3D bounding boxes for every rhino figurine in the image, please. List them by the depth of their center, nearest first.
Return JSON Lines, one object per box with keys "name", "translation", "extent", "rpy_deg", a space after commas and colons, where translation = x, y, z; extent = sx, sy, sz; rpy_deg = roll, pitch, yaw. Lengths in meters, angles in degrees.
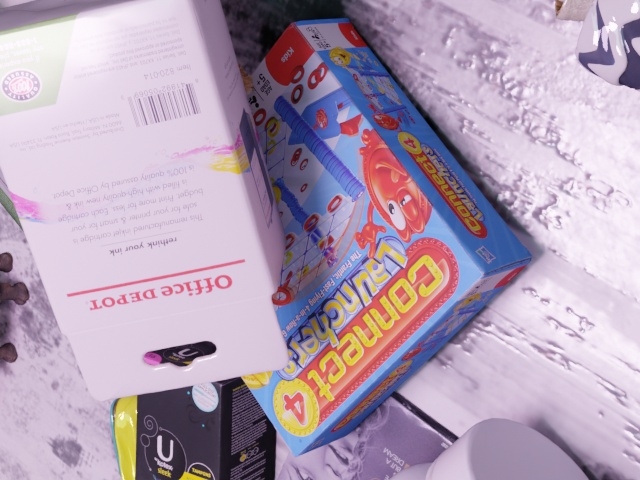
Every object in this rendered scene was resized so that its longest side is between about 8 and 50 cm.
{"name": "rhino figurine", "translation": [-0.439, 0.138, 1.614], "extent": [0.073, 0.106, 0.243], "rpy_deg": [29, 117, 28]}

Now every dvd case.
{"name": "dvd case", "translation": [0.039, 0.247, 1.344], "extent": [0.164, 0.018, 0.221], "rpy_deg": [35, 120, 24]}

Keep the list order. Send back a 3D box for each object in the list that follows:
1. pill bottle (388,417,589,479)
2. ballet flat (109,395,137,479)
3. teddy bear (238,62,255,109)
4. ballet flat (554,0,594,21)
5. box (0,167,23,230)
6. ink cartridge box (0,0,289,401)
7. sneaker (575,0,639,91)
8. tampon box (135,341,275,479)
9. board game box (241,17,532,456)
{"name": "pill bottle", "translation": [0.092, 0.339, 1.205], "extent": [0.204, 0.204, 0.361], "rpy_deg": [50, 122, 15]}
{"name": "ballet flat", "translation": [-0.196, 0.288, 1.498], "extent": [0.077, 0.077, 0.231], "rpy_deg": [-1, 100, 20]}
{"name": "teddy bear", "translation": [-0.178, -0.224, 1.253], "extent": [0.245, 0.113, 0.338], "rpy_deg": [-9, 86, 43]}
{"name": "ballet flat", "translation": [0.203, -0.263, 1.059], "extent": [0.052, 0.057, 0.168], "rpy_deg": [-10, 97, 2]}
{"name": "box", "translation": [-0.315, -0.094, 1.386], "extent": [0.232, 0.058, 0.322], "rpy_deg": [49, 157, 12]}
{"name": "ink cartridge box", "translation": [-0.155, -0.046, 1.148], "extent": [0.207, 0.119, 0.353], "rpy_deg": [-11, 113, 9]}
{"name": "sneaker", "translation": [0.303, -0.207, 0.983], "extent": [0.153, 0.094, 0.235], "rpy_deg": [32, 119, 25]}
{"name": "tampon box", "translation": [-0.124, 0.200, 1.399], "extent": [0.120, 0.101, 0.161], "rpy_deg": [13, 109, 33]}
{"name": "board game box", "translation": [0.000, 0.000, 1.253], "extent": [0.302, 0.086, 0.308], "rpy_deg": [54, 126, 18]}
